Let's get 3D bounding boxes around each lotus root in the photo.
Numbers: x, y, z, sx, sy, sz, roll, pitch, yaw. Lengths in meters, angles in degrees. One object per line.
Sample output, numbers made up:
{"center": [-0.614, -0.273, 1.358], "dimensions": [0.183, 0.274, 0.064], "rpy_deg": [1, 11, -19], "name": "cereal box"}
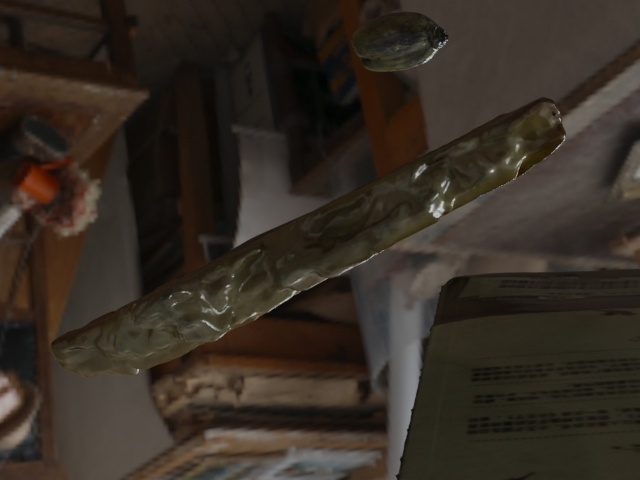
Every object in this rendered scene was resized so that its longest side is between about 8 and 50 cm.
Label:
{"center": [0.075, -0.184, 1.110], "dimensions": [0.099, 0.049, 0.054], "rpy_deg": [-4, 139, 34], "name": "lotus root"}

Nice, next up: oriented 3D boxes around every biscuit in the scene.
{"center": [0.000, 0.001, 0.530], "dimensions": [0.228, 0.031, 0.176], "rpy_deg": [-25, -176, 34], "name": "biscuit"}

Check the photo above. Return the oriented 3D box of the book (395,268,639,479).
{"center": [0.135, 0.052, 0.446], "dimensions": [0.201, 0.026, 0.289], "rpy_deg": [-1, -168, 10], "name": "book"}
